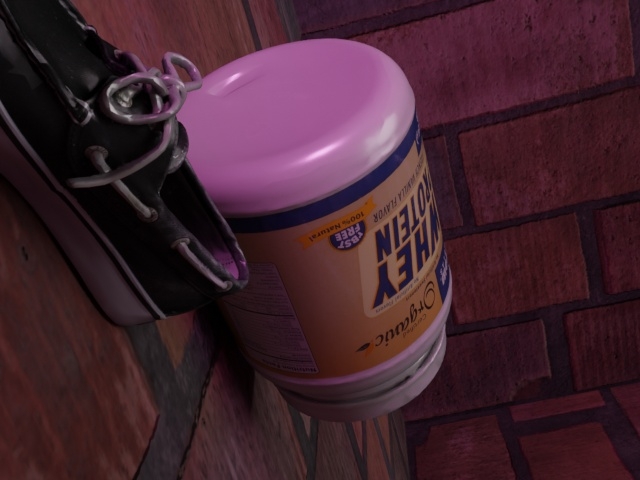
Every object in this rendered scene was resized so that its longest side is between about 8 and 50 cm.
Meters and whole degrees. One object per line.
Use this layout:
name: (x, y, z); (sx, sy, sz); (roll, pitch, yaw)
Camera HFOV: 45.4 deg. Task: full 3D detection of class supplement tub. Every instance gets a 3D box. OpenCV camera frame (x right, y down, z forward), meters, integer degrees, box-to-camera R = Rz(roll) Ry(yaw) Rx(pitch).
supplement tub: (0.000, 0.000, 0.721); (0.228, 0.228, 0.316); (-93, 167, -50)

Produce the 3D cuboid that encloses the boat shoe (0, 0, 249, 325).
boat shoe: (-0.118, -0.062, 0.426); (0.113, 0.105, 0.306); (-94, 168, -48)
